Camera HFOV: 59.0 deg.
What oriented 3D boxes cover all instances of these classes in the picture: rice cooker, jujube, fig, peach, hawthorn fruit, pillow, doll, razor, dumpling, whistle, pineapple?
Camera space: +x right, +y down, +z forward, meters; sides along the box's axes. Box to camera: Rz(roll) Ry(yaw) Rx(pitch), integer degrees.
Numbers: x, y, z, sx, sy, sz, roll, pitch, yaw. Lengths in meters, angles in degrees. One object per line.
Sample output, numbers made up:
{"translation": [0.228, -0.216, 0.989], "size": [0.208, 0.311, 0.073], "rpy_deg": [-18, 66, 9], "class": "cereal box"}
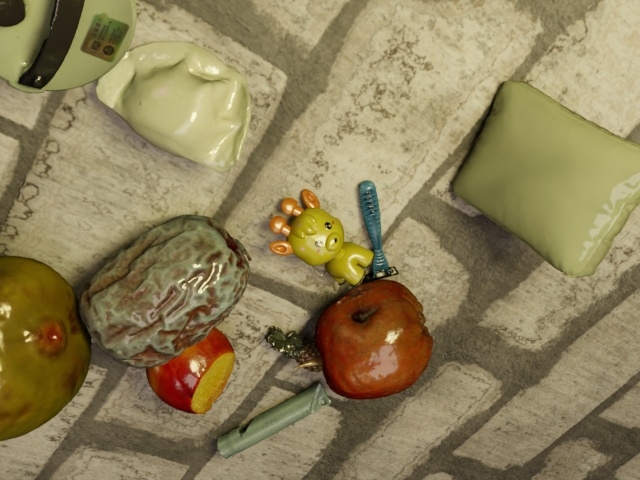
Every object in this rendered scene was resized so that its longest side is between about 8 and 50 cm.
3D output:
{"translation": [-0.358, -0.323, 0.723], "size": [0.226, 0.244, 0.226], "rpy_deg": [-22, 143, -17], "class": "rice cooker"}
{"translation": [-0.282, 0.094, 1.047], "size": [0.317, 0.226, 0.226], "rpy_deg": [-36, 124, -3], "class": "jujube"}
{"translation": [-0.590, 0.189, 0.993], "size": [0.344, 0.343, 0.343], "rpy_deg": [-6, 124, -9], "class": "fig"}
{"translation": [-0.266, 0.271, 1.189], "size": [0.190, 0.190, 0.192], "rpy_deg": [-35, 102, 11], "class": "peach"}
{"translation": [0.114, 0.216, 1.213], "size": [0.258, 0.258, 0.262], "rpy_deg": [30, 131, -28], "class": "hawthorn fruit"}
{"translation": [0.402, -0.113, 1.012], "size": [0.120, 0.322, 0.255], "rpy_deg": [-5, 127, -37], "class": "pillow"}
{"translation": [0.000, 0.000, 1.121], "size": [0.221, 0.135, 0.142], "rpy_deg": [34, 79, -23], "class": "doll"}
{"translation": [0.114, -0.012, 1.176], "size": [0.082, 0.042, 0.253], "rpy_deg": [-14, 124, -2], "class": "razor"}
{"translation": [-0.225, -0.231, 0.920], "size": [0.252, 0.131, 0.179], "rpy_deg": [26, 95, -4], "class": "dumpling"}
{"translation": [-0.118, 0.453, 1.421], "size": [0.312, 0.062, 0.062], "rpy_deg": [-30, 124, 8], "class": "whistle"}
{"translation": [-0.055, 0.247, 1.294], "size": [0.159, 0.074, 0.074], "rpy_deg": [32, 111, -26], "class": "pineapple"}
